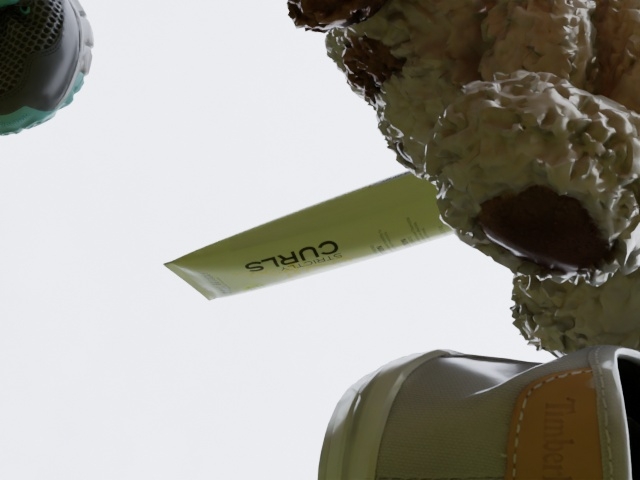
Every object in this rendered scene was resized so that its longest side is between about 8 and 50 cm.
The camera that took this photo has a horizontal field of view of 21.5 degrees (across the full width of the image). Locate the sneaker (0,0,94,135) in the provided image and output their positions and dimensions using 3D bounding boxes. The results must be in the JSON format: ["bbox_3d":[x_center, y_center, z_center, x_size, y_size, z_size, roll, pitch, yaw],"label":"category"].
[{"bbox_3d":[-0.135,-0.117,0.663,0.065,0.076,0.166,-20,-123,10],"label":"sneaker"}]

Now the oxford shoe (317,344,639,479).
[{"bbox_3d":[0.173,0.131,0.763,0.130,0.449,0.169,-10,-107,34],"label":"oxford shoe"}]

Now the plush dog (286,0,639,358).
[{"bbox_3d":[0.099,-0.081,0.809,0.225,0.262,0.210,29,-98,24],"label":"plush dog"}]

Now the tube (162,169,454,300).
[{"bbox_3d":[0.000,0.000,1.363,0.240,0.062,0.070,-17,-67,13],"label":"tube"}]
